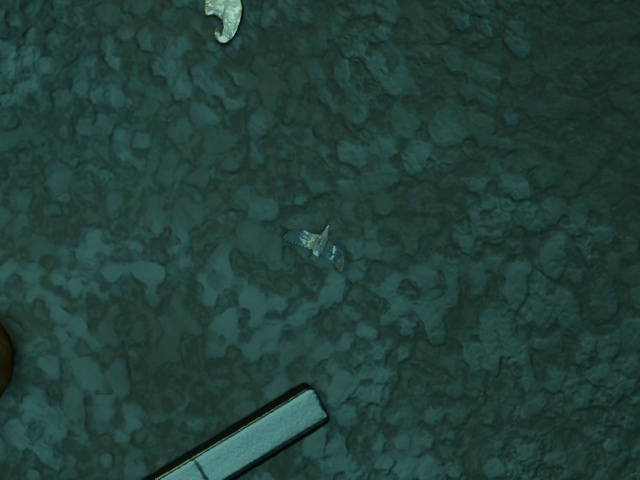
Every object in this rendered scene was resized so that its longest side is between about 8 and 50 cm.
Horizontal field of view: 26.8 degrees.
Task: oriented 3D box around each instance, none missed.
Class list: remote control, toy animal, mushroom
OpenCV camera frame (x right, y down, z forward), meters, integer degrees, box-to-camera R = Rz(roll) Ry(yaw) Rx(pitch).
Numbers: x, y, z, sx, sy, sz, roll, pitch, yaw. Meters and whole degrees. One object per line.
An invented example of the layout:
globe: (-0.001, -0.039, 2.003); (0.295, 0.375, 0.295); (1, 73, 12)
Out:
remote control: (-0.104, 0.259, 1.635); (0.245, 0.025, 0.063); (-32, 95, -5)
toy animal: (0.000, 0.000, 1.648); (0.084, 0.028, 0.050); (32, 94, -4)
mushroom: (-0.118, -0.290, 1.652); (0.049, 0.019, 0.101); (0, 86, -6)

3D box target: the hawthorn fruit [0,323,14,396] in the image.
hawthorn fruit: (-0.441, 0.146, 1.537); (0.149, 0.189, 0.149); (5, 103, 21)
